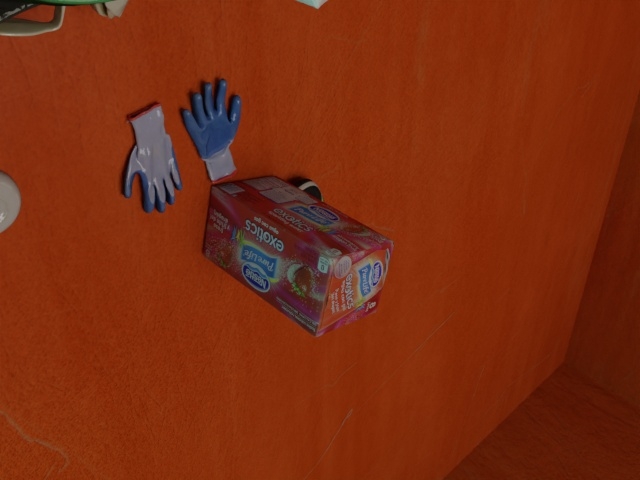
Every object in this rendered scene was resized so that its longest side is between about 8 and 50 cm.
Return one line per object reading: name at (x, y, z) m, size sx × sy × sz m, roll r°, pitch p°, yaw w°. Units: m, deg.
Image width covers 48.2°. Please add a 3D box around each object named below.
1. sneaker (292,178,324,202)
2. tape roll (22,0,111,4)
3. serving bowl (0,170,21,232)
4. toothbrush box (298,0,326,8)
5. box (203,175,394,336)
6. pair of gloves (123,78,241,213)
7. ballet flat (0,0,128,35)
sneaker at (0.000, 0.000, 1.197) m, size 0.084 × 0.097 × 0.235 m, roll -38°, pitch 140°, yaw -26°
tape roll at (-0.224, -0.362, 0.588) m, size 0.321 × 0.077 × 0.322 m, roll -10°, pitch 109°, yaw -29°
serving bowl at (-0.369, -0.037, 0.790) m, size 0.083 × 0.027 × 0.083 m, roll -29°, pitch 135°, yaw -33°
toothbrush box at (0.011, -0.413, 0.800) m, size 0.295 × 0.216 × 0.126 m, roll -43°, pitch 142°, yaw -20°
box at (-0.038, 0.012, 1.023) m, size 0.128 × 0.256 × 0.123 m, roll -15°, pitch 126°, yaw -44°
pair of gloves at (-0.181, -0.122, 0.955) m, size 0.198 × 0.023 × 0.159 m, roll -32°, pitch 137°, yaw -32°
ballet flat at (-0.255, -0.266, 0.712) m, size 0.280 × 0.095 × 0.096 m, roll -25°, pitch 144°, yaw -24°
